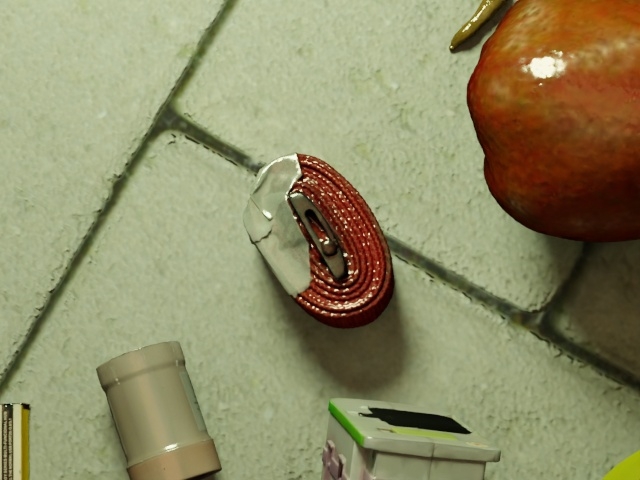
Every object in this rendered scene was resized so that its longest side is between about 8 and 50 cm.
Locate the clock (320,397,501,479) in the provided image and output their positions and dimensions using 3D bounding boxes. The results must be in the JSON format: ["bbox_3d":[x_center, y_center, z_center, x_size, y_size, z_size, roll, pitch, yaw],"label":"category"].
[{"bbox_3d":[0.075,0.333,1.454,0.166,0.235,0.309,8,92,-9],"label":"clock"}]

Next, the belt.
[{"bbox_3d":[0.000,0.000,1.558,0.128,0.124,0.201,-34,81,-2],"label":"belt"}]

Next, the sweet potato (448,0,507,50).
[{"bbox_3d":[0.186,-0.260,1.628,0.026,0.026,0.115,39,87,10],"label":"sweet potato"}]

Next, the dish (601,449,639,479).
[{"bbox_3d":[0.369,0.309,1.383,0.221,0.108,0.262,-34,64,0],"label":"dish"}]

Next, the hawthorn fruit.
[{"bbox_3d":[0.293,-0.126,1.461,0.311,0.295,0.295,30,85,39],"label":"hawthorn fruit"}]

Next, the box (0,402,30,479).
[{"bbox_3d":[-0.449,0.251,1.608,0.247,0.033,0.129,-4,82,5],"label":"box"}]

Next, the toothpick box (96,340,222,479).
[{"bbox_3d":[-0.176,0.195,1.557,0.098,0.098,0.149,-20,80,2],"label":"toothpick box"}]
